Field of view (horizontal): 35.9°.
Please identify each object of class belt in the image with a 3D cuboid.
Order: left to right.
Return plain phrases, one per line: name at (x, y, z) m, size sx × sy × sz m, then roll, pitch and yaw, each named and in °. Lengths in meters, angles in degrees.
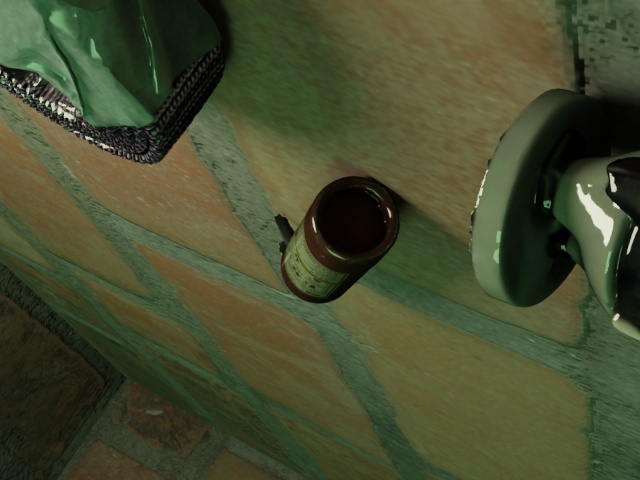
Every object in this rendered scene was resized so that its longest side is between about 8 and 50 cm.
belt at (-0.212, -0.178, 0.666) m, size 0.325 × 0.122 × 0.260 m, roll 42°, pitch 164°, yaw -27°

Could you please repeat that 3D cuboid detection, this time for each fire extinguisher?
fire extinguisher at (0.000, 0.000, 0.861) m, size 0.099 × 0.071 × 0.231 m, roll 60°, pitch 164°, yaw 6°

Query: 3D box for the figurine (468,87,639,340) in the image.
figurine at (0.205, 0.020, 0.469) m, size 0.236 × 0.133 × 0.176 m, roll 22°, pitch 167°, yaw 36°
